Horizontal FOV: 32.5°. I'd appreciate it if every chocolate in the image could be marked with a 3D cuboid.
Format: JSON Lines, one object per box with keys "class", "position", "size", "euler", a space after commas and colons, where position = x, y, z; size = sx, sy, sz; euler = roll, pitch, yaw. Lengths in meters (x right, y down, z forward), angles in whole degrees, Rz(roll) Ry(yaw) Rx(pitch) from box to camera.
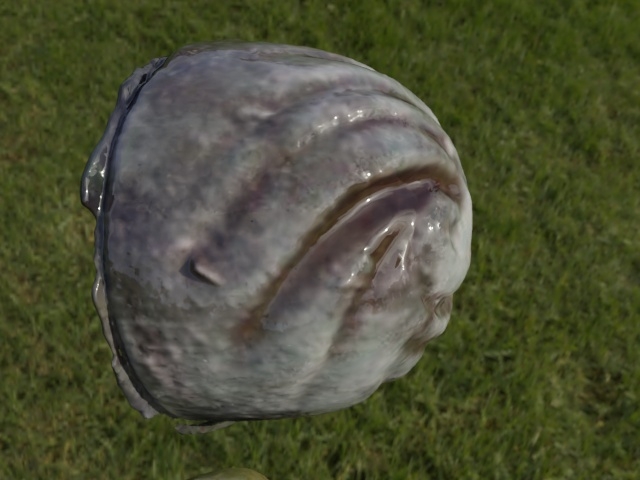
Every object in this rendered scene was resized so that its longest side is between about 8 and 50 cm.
{"class": "chocolate", "position": [0.000, 0.000, 0.795], "size": [0.213, 0.303, 0.303], "euler": [0, 42, 23]}

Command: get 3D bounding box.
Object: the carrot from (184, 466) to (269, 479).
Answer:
{"class": "carrot", "position": [-0.096, 0.422, 1.150], "size": [0.224, 0.224, 0.341], "euler": [-12, 71, -19]}
